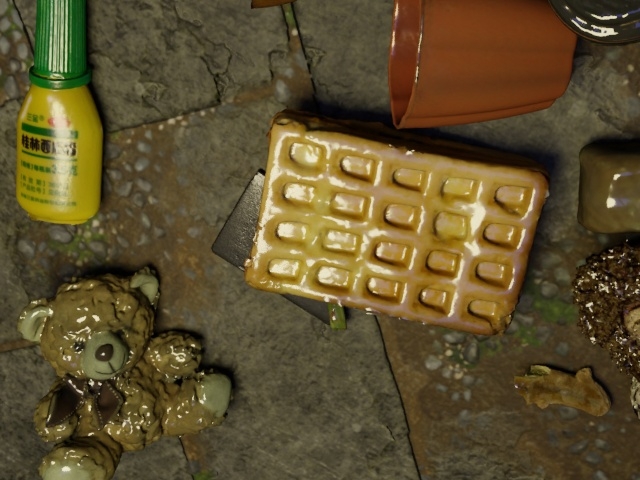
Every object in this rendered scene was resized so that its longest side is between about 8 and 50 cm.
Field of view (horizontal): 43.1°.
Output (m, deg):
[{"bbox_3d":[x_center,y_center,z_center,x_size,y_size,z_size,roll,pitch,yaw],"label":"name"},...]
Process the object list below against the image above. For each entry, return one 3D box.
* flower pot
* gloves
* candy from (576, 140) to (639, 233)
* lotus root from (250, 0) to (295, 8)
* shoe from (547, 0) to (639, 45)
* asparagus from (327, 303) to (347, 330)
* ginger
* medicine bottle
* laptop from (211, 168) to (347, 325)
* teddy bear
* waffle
[{"bbox_3d":[0.169,-0.207,0.863,0.173,0.190,0.190,4,110,-5],"label":"flower pot"},{"bbox_3d":[0.406,0.098,0.940,0.210,0.135,0.312,-6,132,34],"label":"gloves"},{"bbox_3d":[0.410,-0.058,0.907,0.234,0.102,0.104,-2,108,7],"label":"candy"},{"bbox_3d":[-0.035,-0.341,0.886,0.135,0.095,0.159,-12,113,9],"label":"lotus root"},{"bbox_3d":[0.373,-0.304,0.756,0.384,0.237,0.171,-34,82,6],"label":"shoe"},{"bbox_3d":[0.000,0.000,1.017,0.024,0.025,0.248,12,119,53],"label":"asparagus"},{"bbox_3d":[0.309,0.191,1.042,0.137,0.044,0.057,11,67,-4],"label":"ginger"},{"bbox_3d":[-0.320,-0.173,0.997,0.111,0.076,0.308,9,109,4],"label":"medicine bottle"},{"bbox_3d":[-0.030,0.012,1.048,0.197,0.016,0.135,34,111,-2],"label":"laptop"},{"bbox_3d":[-0.271,0.163,1.065,0.267,0.156,0.256,-21,110,-26],"label":"teddy bear"},{"bbox_3d":[0.085,-0.021,0.951,0.328,0.098,0.224,11,104,-1],"label":"waffle"}]
